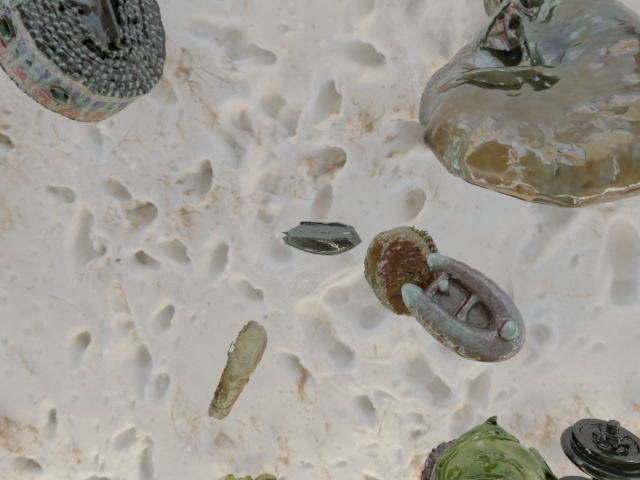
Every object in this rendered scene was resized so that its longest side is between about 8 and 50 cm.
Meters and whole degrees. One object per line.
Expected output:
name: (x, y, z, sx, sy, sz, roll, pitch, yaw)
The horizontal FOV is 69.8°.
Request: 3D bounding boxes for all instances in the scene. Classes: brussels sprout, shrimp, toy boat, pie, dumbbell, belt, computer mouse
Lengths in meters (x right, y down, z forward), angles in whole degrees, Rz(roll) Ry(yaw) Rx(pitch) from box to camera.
brussels sprout: (0.312, 0.469, 0.797, 0.227, 0.259, 0.294, -25, 110, 20)
shrimp: (0.214, -0.185, 0.473, 0.221, 0.445, 0.110, -4, 134, 16)
toy boat: (0.265, 0.122, 0.825, 0.227, 0.085, 0.155, 40, 71, 13)
pie: (-0.240, 0.383, 1.357, 0.092, 0.315, 0.315, 25, 107, 0)
dumbbell: (0.617, 0.529, 1.002, 0.192, 0.192, 0.289, 7, 102, 14)
belt: (-0.331, -0.300, 0.617, 0.150, 0.207, 0.257, -10, 101, 40)
computer mouse: (0.000, 0.001, 1.286, 0.231, 0.126, 0.071, 3, 115, 10)
pie: (0.173, 0.064, 0.959, 0.163, 0.079, 0.193, -24, 75, 17)

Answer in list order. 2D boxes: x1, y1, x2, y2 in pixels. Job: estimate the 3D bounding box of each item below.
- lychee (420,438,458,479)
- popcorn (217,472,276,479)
lychee: (0.390, 0.637, 1.139, 0.300, 0.300, 0.300, 3, 102, 15)
popcorn: (-0.163, 0.688, 1.078, 0.286, 0.215, 0.252, 48, 128, 10)
